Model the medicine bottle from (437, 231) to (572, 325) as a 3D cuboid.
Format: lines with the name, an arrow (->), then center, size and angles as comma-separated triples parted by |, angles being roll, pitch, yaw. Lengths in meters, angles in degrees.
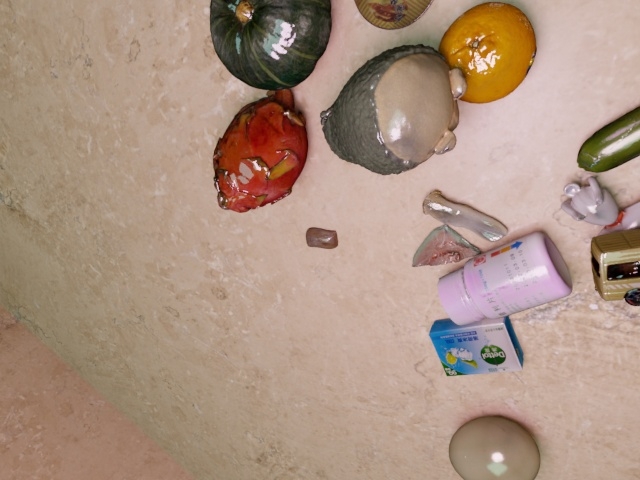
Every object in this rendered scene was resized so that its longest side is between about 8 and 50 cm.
medicine bottle -> 0.408, 0.095, 0.948 | 0.254, 0.152, 0.152 | -32, 95, 35

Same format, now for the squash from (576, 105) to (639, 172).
squash -> 0.616, -0.222, 0.727 | 0.331, 0.087, 0.087 | -32, 95, 34

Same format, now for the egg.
egg -> 0.458, 0.571, 1.121 | 0.241, 0.186, 0.186 | -26, 99, 45

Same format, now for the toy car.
toy car -> 0.623, 0.034, 0.731 | 0.256, 0.101, 0.125 | -11, 112, 26

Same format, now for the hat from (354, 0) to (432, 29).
hat -> 0.138, -0.532, 0.844 | 0.192, 0.082, 0.193 | 12, 118, 25

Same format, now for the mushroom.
mushroom -> 0.337, -0.055, 0.983 | 0.202, 0.054, 0.059 | 24, 128, 11

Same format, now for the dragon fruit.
dragon fruit -> -0.146, -0.218, 1.054 | 0.250, 0.250, 0.315 | -6, 67, 30

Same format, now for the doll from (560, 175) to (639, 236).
doll -> 0.643, 0.005, 0.818 | 0.383, 0.099, 0.188 | 35, 124, 2

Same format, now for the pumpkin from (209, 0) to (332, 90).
pumpkin -> -0.106, -0.490, 0.926 | 0.300, 0.207, 0.301 | 13, 111, 37

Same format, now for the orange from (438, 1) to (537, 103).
orange -> 0.311, -0.351, 0.794 | 0.177, 0.155, 0.178 | 18, 133, 20

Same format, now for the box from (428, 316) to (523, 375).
box -> 0.399, 0.267, 1.080 | 0.194, 0.073, 0.139 | -18, 102, 34

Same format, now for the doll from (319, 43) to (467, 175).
doll -> 0.137, -0.242, 0.852 | 0.349, 0.247, 0.248 | 7, 122, 66

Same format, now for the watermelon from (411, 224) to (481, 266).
watermelon -> 0.291, 0.024, 1.034 | 0.155, 0.080, 0.101 | -30, 87, 51

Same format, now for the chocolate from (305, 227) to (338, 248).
chocolate -> 0.000, 0.000, 1.200 | 0.100, 0.031, 0.065 | 9, 121, 23
